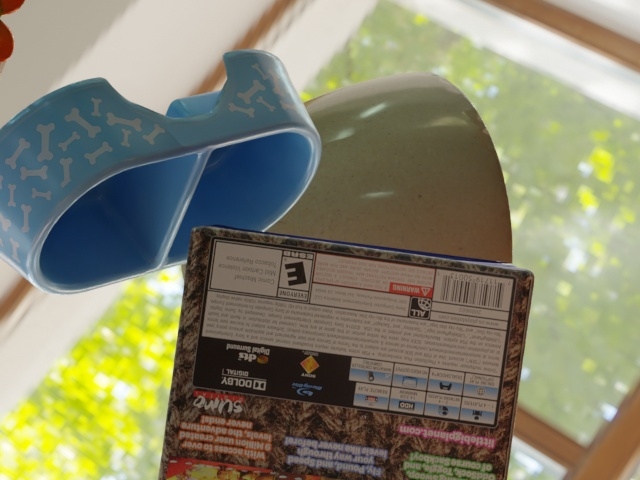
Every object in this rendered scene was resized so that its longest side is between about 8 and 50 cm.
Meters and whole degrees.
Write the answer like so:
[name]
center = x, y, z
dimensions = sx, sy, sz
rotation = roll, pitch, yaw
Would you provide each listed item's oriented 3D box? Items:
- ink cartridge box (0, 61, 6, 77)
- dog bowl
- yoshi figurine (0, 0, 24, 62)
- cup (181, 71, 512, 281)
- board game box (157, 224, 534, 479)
[ink cartridge box]
center = -0.427, -0.190, 1.691
dimensions = 0.203, 0.148, 0.085
rotation = 16, -84, -56
[dog bowl]
center = -0.121, -0.047, 1.310
dimensions = 0.297, 0.074, 0.166
rotation = -17, -34, -41
[yoshi figurine]
center = -0.346, -0.278, 1.477
dimensions = 0.203, 0.203, 0.362
rotation = 36, -113, -51
[cup]
center = 0.000, 0.000, 1.724
dimensions = 0.237, 0.331, 0.331
rotation = -3, -59, -26
[board game box]
center = 0.011, 0.146, 1.230
dimensions = 0.141, 0.232, 0.291
rotation = -22, -60, -88
